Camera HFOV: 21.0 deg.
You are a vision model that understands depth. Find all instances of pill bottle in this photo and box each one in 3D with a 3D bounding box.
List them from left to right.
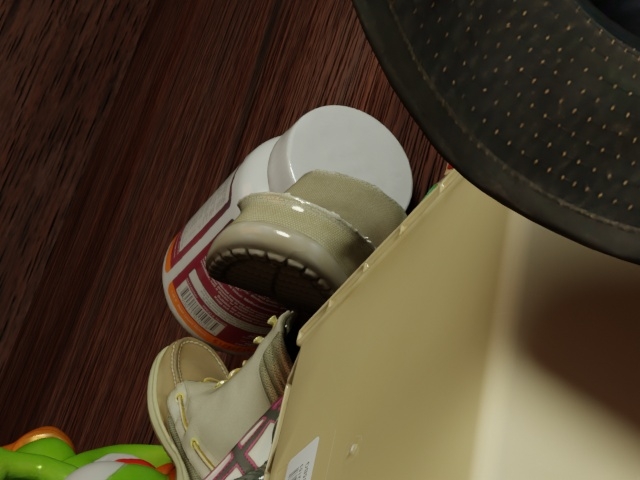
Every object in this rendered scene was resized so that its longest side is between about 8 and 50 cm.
[{"bbox_3d":[-0.026,-0.006,1.296,0.221,0.121,0.121,-42,25,53],"label":"pill bottle"}]

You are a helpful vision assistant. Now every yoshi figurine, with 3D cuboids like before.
[{"bbox_3d":[-0.216,0.258,1.396,0.362,0.203,0.203,173,107,-70],"label":"yoshi figurine"}]

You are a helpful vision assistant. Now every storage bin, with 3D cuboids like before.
[{"bbox_3d":[0.063,0.117,0.775,0.260,0.123,0.262,-49,21,45],"label":"storage bin"}]

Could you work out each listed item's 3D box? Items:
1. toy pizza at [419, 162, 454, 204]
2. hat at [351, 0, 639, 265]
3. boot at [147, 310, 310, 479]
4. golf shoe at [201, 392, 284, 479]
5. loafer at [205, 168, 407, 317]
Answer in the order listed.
[{"bbox_3d":[0.110,-0.055,1.089,0.201,0.032,0.201,-56,16,25],"label":"toy pizza"},{"bbox_3d":[0.149,-0.155,0.636,0.331,0.331,0.134,-62,7,3],"label":"hat"},{"bbox_3d":[-0.050,0.106,1.239,0.165,0.077,0.213,-55,31,26],"label":"boot"},{"bbox_3d":[-0.011,0.150,1.068,0.273,0.105,0.120,-46,4,35],"label":"golf shoe"},{"bbox_3d":[0.000,0.000,1.073,0.268,0.102,0.092,46,-119,-78],"label":"loafer"}]
